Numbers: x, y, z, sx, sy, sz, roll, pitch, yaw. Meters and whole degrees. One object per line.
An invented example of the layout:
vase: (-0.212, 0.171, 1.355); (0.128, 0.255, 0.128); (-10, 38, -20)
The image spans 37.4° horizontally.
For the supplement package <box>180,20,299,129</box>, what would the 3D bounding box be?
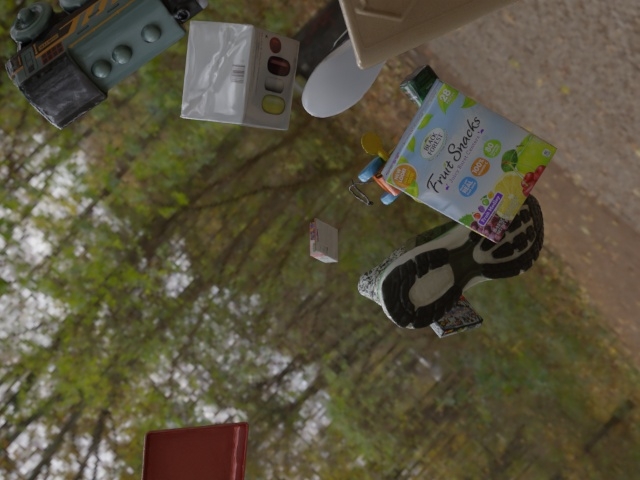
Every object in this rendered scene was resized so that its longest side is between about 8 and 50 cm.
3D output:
supplement package: (-0.161, -0.332, 1.922); (0.149, 0.194, 0.203); (10, -173, 24)

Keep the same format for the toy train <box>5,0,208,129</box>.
toy train: (-0.313, -0.307, 1.387); (0.142, 0.334, 0.190); (52, -174, -47)

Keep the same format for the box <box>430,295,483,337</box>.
box: (0.319, 0.183, 2.305); (0.137, 0.027, 0.094); (-11, -132, -36)

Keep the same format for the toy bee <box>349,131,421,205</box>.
toy bee: (0.160, -0.175, 2.147); (0.195, 0.162, 0.298); (47, 171, -29)

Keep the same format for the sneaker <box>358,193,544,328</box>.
sneaker: (0.233, 0.013, 1.722); (0.182, 0.410, 0.158); (14, 124, 57)

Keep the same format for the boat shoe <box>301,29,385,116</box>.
boat shoe: (0.071, -0.373, 1.891); (0.108, 0.301, 0.102); (38, -175, -18)

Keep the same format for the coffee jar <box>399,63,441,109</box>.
coffee jar: (0.273, -0.320, 2.216); (0.184, 0.079, 0.096); (48, 172, -11)

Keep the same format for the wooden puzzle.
wooden puzzle: (0.152, -0.482, 1.483); (0.080, 0.322, 0.347); (50, 162, 53)

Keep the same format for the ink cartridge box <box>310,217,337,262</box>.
ink cartridge box: (0.000, 0.000, 1.720); (0.029, 0.062, 0.115); (-5, 167, 21)

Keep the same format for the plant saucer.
plant saucer: (-0.306, 0.554, 2.240); (0.259, 0.258, 0.048); (0, -168, -29)

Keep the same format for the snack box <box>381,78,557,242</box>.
snack box: (0.225, -0.121, 1.449); (0.207, 0.174, 0.070); (28, -168, -10)
